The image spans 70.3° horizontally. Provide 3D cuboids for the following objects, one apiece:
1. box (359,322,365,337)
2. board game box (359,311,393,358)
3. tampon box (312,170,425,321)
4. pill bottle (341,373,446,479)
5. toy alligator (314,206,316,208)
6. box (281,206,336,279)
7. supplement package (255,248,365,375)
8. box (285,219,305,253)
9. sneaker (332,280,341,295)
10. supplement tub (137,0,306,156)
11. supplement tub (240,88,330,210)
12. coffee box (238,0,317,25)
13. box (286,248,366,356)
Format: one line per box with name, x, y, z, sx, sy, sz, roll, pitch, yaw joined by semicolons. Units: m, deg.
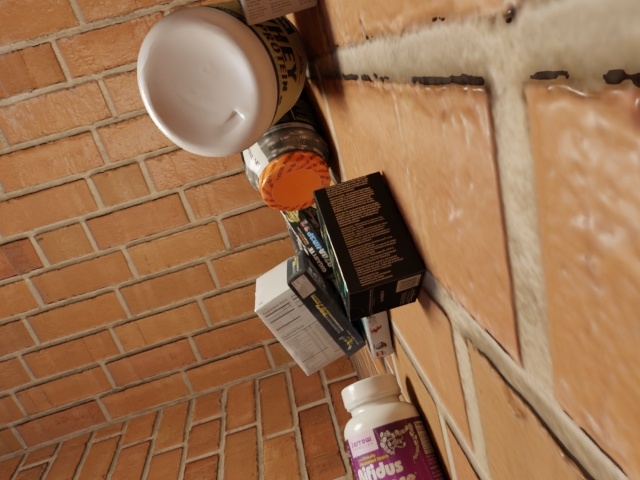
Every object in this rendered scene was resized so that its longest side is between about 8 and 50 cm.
box;0.130;0.241;1.443;0.137;0.027;0.093;-115;10;-70
board game box;0.095;0.097;1.014;0.193;0.053;0.305;-109;4;-49
tampon box;0.063;0.010;0.638;0.120;0.102;0.160;80;173;-63
pill bottle;0.147;0.438;0.929;0.169;0.169;0.301;78;173;-61
toy alligator;0.014;-0.109;1.390;0.051;0.056;0.189;23;148;25
box;0.000;0.000;1.186;0.220;0.051;0.175;56;-166;16
supplement package;-0.033;0.198;1.312;0.262;0.198;0.199;55;-174;-21
box;-0.006;0.049;1.633;0.307;0.077;0.242;36;-147;-67
sneaker;0.069;0.106;1.302;0.094;0.090;0.235;60;-170;-55
supplement tub;-0.157;-0.315;0.849;0.324;0.236;0.235;-69;-32;-57
supplement tub;-0.099;-0.248;1.114;0.207;0.207;0.337;77;175;-54
coffee box;-0.095;-0.472;0.591;0.297;0.119;0.168;77;173;-63
box;0.009;0.143;1.089;0.232;0.059;0.183;52;-174;-14
